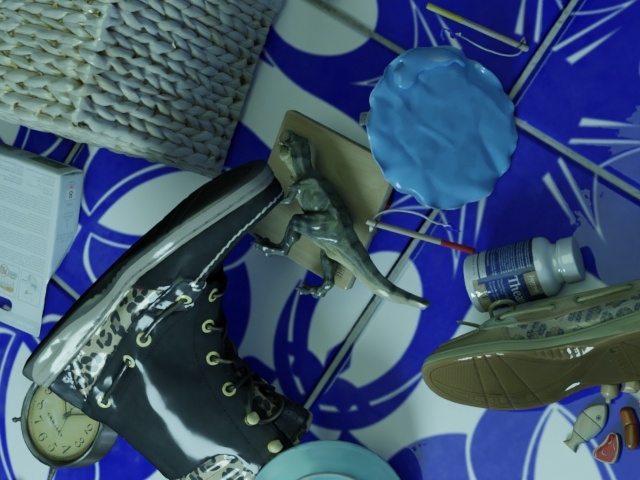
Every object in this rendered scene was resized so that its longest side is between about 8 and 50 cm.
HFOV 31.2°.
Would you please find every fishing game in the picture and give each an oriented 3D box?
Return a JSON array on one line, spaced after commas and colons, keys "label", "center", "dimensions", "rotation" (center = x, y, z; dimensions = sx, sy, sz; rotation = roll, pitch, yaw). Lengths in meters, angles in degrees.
[{"label": "fishing game", "center": [0.132, -0.125, 1.282], "dimensions": [0.041, 0.189, 0.264], "rotation": [178, 105, -70]}]

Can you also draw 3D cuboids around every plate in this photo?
[{"label": "plate", "center": [0.007, 0.311, 1.261], "dimensions": [0.188, 0.024, 0.188], "rotation": [-1, 104, -2]}]

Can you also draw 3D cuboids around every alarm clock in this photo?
[{"label": "alarm clock", "center": [-0.302, 0.214, 1.463], "dimensions": [0.192, 0.064, 0.129], "rotation": [-42, 66, 16]}]

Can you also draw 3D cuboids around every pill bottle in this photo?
[{"label": "pill bottle", "center": [0.221, 0.034, 1.241], "dimensions": [0.120, 0.067, 0.067], "rotation": [-16, 74, 23]}]

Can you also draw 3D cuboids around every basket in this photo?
[{"label": "basket", "center": [-0.282, -0.254, 1.392], "dimensions": [0.328, 0.331, 0.266], "rotation": [16, 90, 28]}]

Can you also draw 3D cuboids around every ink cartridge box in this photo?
[{"label": "ink cartridge box", "center": [-0.426, -0.008, 1.583], "dimensions": [0.189, 0.066, 0.232], "rotation": [18, 110, 27]}]

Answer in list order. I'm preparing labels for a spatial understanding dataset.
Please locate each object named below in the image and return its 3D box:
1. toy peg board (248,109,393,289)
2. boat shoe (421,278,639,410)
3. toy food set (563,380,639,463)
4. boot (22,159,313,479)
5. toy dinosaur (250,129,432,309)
[{"label": "toy peg board", "center": [0.015, -0.051, 1.363], "dimensions": [0.161, 0.079, 0.160], "rotation": [30, 110, 27]}, {"label": "boat shoe", "center": [0.247, 0.108, 1.208], "dimensions": [0.285, 0.104, 0.089], "rotation": [-11, 44, 18]}, {"label": "toy food set", "center": [0.315, 0.183, 1.195], "dimensions": [0.078, 0.019, 0.122], "rotation": [34, 96, 27]}, {"label": "boot", "center": [-0.117, 0.116, 1.283], "dimensions": [0.377, 0.138, 0.284], "rotation": [-41, 100, 15]}, {"label": "toy dinosaur", "center": [0.000, 0.000, 1.297], "dimensions": [0.118, 0.064, 0.268], "rotation": [-41, 76, 21]}]
